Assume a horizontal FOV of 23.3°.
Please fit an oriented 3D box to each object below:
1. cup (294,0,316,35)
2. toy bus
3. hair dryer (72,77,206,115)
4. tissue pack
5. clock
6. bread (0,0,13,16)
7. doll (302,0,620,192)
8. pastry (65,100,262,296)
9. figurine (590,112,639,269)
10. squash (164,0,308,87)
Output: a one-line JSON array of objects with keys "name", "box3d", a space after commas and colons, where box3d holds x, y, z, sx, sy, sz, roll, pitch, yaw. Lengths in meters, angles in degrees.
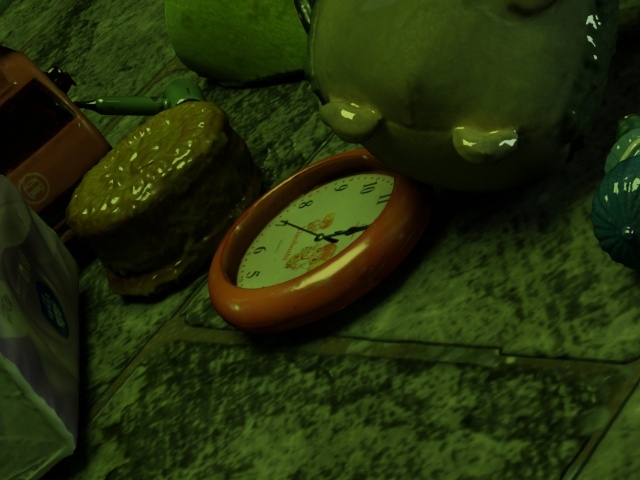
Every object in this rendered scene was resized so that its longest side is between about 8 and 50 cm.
[{"name": "cup", "box3d": [0.081, -0.230, 1.447, 0.176, 0.169, 0.223, -36, 7, 18]}, {"name": "toy bus", "box3d": [-0.379, -0.102, 1.699, 0.203, 0.233, 0.427, -42, 25, -13]}, {"name": "hair dryer", "box3d": [-0.197, -0.148, 1.684, 0.150, 0.047, 0.071, 2, 20, -13]}, {"name": "tissue pack", "box3d": [-0.338, 0.117, 1.361, 0.242, 0.160, 0.338, -33, 26, 8]}, {"name": "clock", "box3d": [0.000, 0.000, 1.261, 0.205, 0.051, 0.205, -26, 29, 16]}, {"name": "bread", "box3d": [-0.399, -0.201, 1.590, 0.228, 0.033, 0.228, -29, 25, 15]}, {"name": "doll", "box3d": [0.119, -0.216, 1.175, 0.247, 0.247, 0.350, 4, 72, 53]}, {"name": "pastry", "box3d": [-0.147, -0.041, 1.453, 0.188, 0.103, 0.189, -29, 26, 16]}, {"name": "figurine", "box3d": [0.220, -0.040, 1.035, 0.149, 0.087, 0.086, -89, 20, -60]}, {"name": "squash", "box3d": [0.013, -0.266, 1.691, 0.309, 0.210, 0.234, 24, 57, 29]}]
